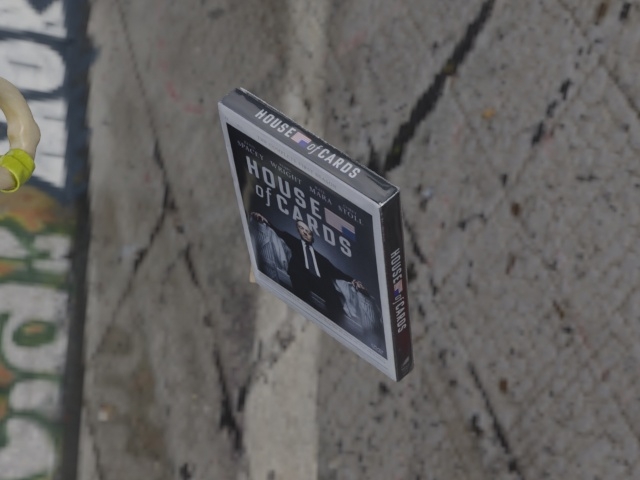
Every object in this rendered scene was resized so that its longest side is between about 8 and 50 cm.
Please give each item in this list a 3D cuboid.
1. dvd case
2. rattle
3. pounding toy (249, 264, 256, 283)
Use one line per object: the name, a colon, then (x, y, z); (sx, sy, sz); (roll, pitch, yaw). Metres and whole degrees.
dvd case: (0.000, 0.000, 1.113); (0.179, 0.029, 0.238); (34, 153, 30)
rattle: (-0.402, -0.136, 1.428); (0.143, 0.199, 0.130); (11, 68, 35)
pounding toy: (-0.005, -0.014, 1.367); (0.141, 0.100, 0.130); (-6, 75, 57)
